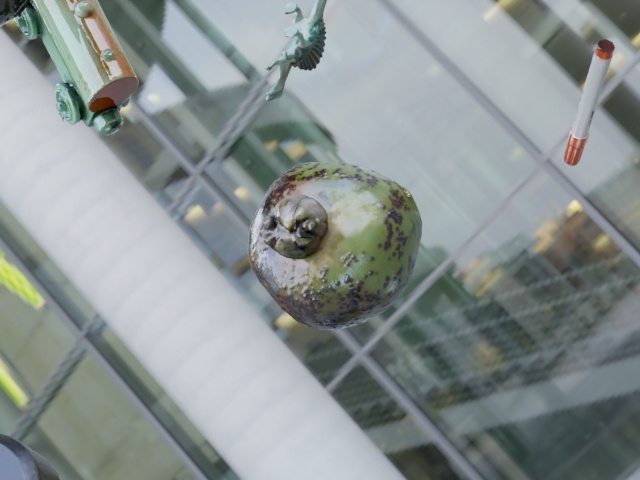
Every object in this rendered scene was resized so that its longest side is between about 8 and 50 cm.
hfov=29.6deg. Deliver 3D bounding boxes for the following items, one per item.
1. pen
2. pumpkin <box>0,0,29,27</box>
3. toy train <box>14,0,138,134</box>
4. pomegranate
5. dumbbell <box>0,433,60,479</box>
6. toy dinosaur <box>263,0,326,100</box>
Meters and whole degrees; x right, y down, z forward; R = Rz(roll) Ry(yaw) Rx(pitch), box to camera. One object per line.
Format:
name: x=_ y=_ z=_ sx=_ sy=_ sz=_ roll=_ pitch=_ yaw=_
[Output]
pen: x=0.380 y=-0.191 z=1.724 sx=0.028 sy=0.028 sz=0.239 roll=-37 pitch=-28 yaw=-26
pumpkin: x=-0.442 y=-0.337 z=1.441 sx=0.223 sy=0.224 sz=0.157 roll=-37 pitch=-12 yaw=-28
toy train: x=-0.358 y=-0.300 z=1.783 sx=0.116 sy=0.286 sz=0.177 roll=-21 pitch=-13 yaw=-27
pomegranate: x=0.000 y=0.000 z=1.882 sx=0.285 sy=0.285 sz=0.340 roll=-45 pitch=-23 yaw=12
dumbbell: x=-0.358 y=0.389 z=1.519 sx=0.203 sy=0.204 sz=0.322 roll=-42 pitch=-38 yaw=-5
toy dinosaur: x=-0.017 y=-0.272 z=1.627 sx=0.187 sy=0.044 sz=0.106 roll=-53 pitch=-32 yaw=-24
